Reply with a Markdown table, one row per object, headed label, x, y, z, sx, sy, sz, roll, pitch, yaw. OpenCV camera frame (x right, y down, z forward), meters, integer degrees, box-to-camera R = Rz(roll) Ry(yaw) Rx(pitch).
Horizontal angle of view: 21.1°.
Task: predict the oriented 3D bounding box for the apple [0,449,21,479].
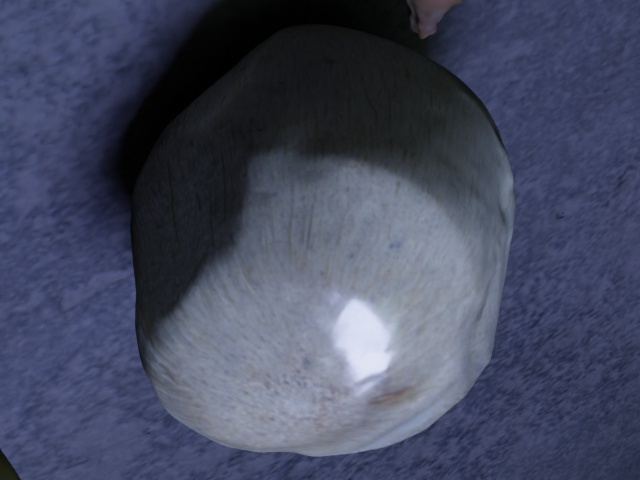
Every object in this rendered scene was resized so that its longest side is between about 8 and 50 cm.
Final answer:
| label | x | y | z | sx | sy | sz | roll | pitch | yaw |
| --- | --- | --- | --- | --- | --- | --- | --- | --- | --- |
| apple | -0.269 | 0.176 | 0.781 | 0.292 | 0.254 | 0.292 | -24 | 154 | -13 |

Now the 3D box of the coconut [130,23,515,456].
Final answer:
| label | x | y | z | sx | sy | sz | roll | pitch | yaw |
| --- | --- | --- | --- | --- | --- | --- | --- | --- | --- |
| coconut | 0.000 | 0.000 | 0.875 | 0.224 | 0.224 | 0.224 | -26 | 150 | -16 |

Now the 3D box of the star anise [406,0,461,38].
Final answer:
| label | x | y | z | sx | sy | sz | roll | pitch | yaw |
| --- | --- | --- | --- | --- | --- | --- | --- | --- | --- |
| star anise | 0.090 | -0.210 | 0.607 | 0.109 | 0.292 | 0.349 | 11 | 138 | -4 |
